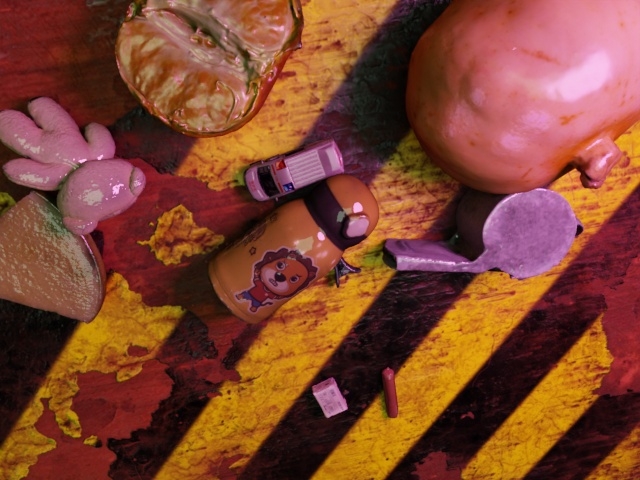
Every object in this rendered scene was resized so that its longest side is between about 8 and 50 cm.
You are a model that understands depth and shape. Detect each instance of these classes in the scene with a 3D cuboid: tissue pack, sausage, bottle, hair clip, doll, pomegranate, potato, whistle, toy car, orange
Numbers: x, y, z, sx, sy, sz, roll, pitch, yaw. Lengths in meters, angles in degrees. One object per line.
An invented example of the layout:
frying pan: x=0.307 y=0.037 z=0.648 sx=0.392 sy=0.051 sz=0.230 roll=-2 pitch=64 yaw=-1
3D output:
tissue pack: x=0.023 y=0.392 z=1.042 sx=0.062 sy=0.042 sz=0.083 roll=-26 pitch=107 yaw=0
sausage: x=0.178 y=0.389 z=1.064 sx=0.030 sy=0.035 sz=0.146 roll=-4 pitch=108 yaw=17
bottle: x=-0.045 y=0.005 z=0.833 sx=0.351 sy=0.171 sz=0.171 roll=-37 pitch=106 yaw=14
hair clip: x=0.000 y=0.000 z=0.938 sx=0.070 sy=0.039 sz=0.229 roll=-36 pitch=101 yaw=6
doll: x=-0.472 y=-0.150 z=0.798 sx=0.175 sy=0.149 sz=0.278 roll=-42 pitch=92 yaw=-4
pomegranate: x=0.362 y=-0.257 z=0.721 sx=0.413 sy=0.411 sz=0.410 roll=-2 pitch=106 yaw=-6
potato: x=-0.554 y=0.064 z=0.854 sx=0.269 sy=0.112 sz=0.255 roll=-40 pitch=108 yaw=4
whistle: x=0.344 y=0.001 z=0.904 sx=0.405 sy=0.168 sz=0.188 roll=-28 pitch=105 yaw=7
toy car: x=-0.056 y=-0.139 z=0.850 sx=0.210 sy=0.108 sz=0.089 roll=-19 pitch=106 yaw=0
orange: x=-0.193 y=-0.356 z=0.732 sx=0.263 sy=0.196 sz=0.334 roll=21 pitch=107 yaw=-26
